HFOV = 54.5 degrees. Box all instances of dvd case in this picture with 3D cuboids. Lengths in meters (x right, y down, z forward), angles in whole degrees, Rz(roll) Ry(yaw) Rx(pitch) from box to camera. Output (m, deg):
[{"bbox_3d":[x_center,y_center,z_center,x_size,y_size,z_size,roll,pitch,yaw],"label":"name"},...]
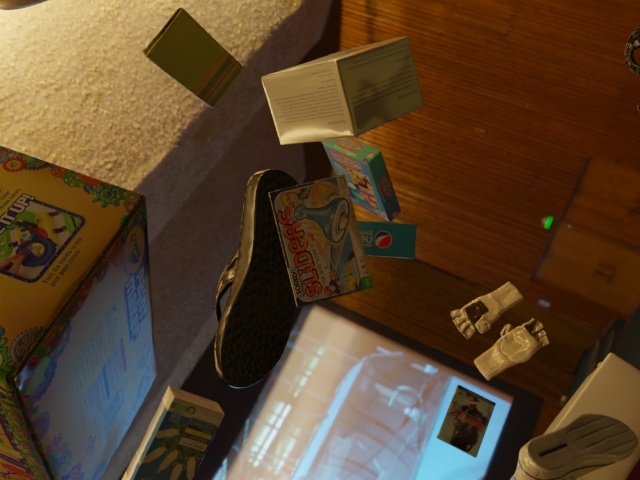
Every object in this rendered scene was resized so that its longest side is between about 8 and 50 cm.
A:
[{"bbox_3d":[0.298,0.367,1.267,0.119,0.087,0.013,-62,-5,-21],"label":"dvd case"}]

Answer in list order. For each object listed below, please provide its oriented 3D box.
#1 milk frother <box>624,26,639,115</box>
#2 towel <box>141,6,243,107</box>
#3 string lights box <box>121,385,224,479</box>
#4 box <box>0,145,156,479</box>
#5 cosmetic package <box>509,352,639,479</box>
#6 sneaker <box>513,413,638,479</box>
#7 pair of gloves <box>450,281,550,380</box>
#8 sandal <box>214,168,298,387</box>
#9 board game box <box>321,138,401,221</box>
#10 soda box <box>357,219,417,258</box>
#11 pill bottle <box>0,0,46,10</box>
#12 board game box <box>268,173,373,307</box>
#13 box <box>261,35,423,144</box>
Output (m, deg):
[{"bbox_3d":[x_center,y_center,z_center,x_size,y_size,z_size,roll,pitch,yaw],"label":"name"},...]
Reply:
[{"bbox_3d":[0.536,-0.254,0.920,0.135,0.129,0.143,-20,-77,-40],"label":"milk frother"},{"bbox_3d":[-0.220,-0.321,1.113,0.102,0.021,0.237,-51,-20,4],"label":"towel"},{"bbox_3d":[-0.341,0.481,1.423,0.259,0.133,0.077,-64,25,-2],"label":"string lights box"},{"bbox_3d":[-0.311,0.072,0.539,0.290,0.279,0.177,106,-175,-48],"label":"box"},{"bbox_3d":[0.523,0.436,1.252,0.385,0.156,0.217,-47,-24,-11],"label":"cosmetic package"},{"bbox_3d":[0.440,0.373,1.089,0.258,0.094,0.091,-3,-50,-24],"label":"sneaker"},{"bbox_3d":[0.480,0.236,1.675,0.204,0.240,0.042,-31,-45,11],"label":"pair of gloves"},{"bbox_3d":[-0.130,0.075,1.259,0.167,0.107,0.445,27,-115,-41],"label":"sandal"},{"bbox_3d":[0.100,-0.154,1.499,0.047,0.160,0.210,-45,-40,-16],"label":"board game box"},{"bbox_3d":[0.091,-0.006,1.286,0.067,0.210,0.071,-25,-62,-84],"label":"soda box"},{"bbox_3d":[-0.283,-0.291,0.547,0.086,0.086,0.152,-54,-39,-42],"label":"pill bottle"},{"bbox_3d":[0.000,0.000,1.063,0.035,0.136,0.201,168,87,-85],"label":"board game box"},{"bbox_3d":[0.037,-0.241,1.009,0.181,0.182,0.119,-30,-67,-38],"label":"box"}]
